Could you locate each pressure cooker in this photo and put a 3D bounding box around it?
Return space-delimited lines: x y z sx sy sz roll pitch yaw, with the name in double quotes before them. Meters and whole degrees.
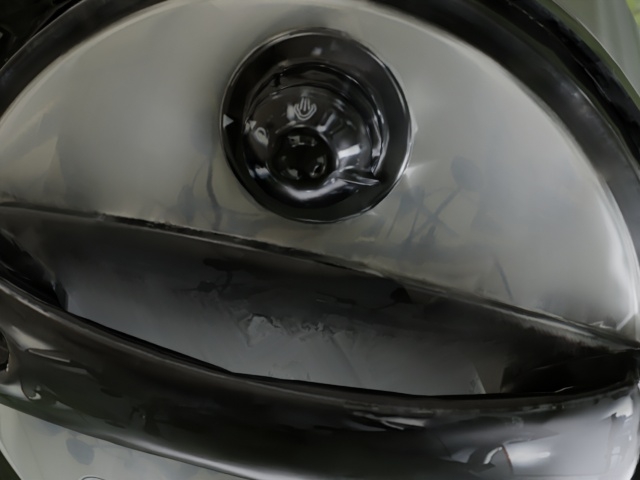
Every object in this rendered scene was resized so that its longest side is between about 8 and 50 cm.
"pressure cooker" -0.001 -0.006 0.694 0.370 0.375 0.420 -29 -165 19
